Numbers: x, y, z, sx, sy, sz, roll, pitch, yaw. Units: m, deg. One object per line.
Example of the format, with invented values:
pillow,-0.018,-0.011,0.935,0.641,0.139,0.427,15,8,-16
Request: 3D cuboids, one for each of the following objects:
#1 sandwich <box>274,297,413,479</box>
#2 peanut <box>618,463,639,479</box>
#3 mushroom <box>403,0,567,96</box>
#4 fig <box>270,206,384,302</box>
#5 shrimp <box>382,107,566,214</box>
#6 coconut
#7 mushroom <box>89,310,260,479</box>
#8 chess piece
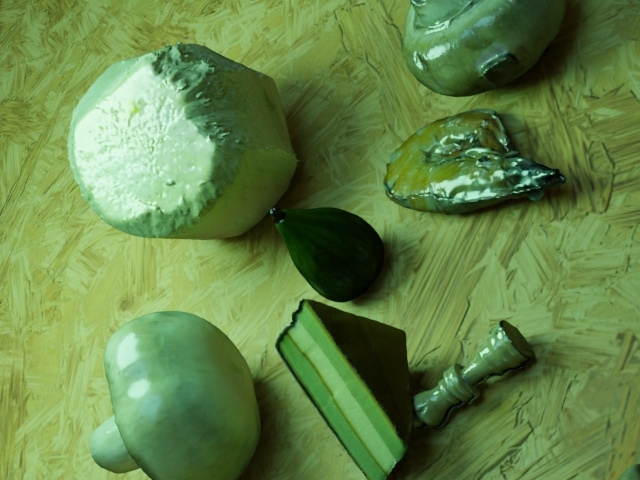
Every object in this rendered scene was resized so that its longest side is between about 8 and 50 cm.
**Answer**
sandwich,0.025,0.188,1.847,0.117,0.144,0.187,119,158,-45
peanut,0.330,0.296,1.539,0.076,0.076,0.152,-21,46,35
mushroom,0.212,-0.303,2.016,0.255,0.184,0.254,-24,36,19
fig,0.000,0.000,2.013,0.117,0.177,0.117,-45,22,24
shrimp,0.206,-0.106,1.971,0.317,0.062,0.164,5,63,50
coconut,-0.189,-0.145,2.218,0.298,0.309,0.297,2,95,21
mushroom,-0.208,0.227,2.012,0.234,0.254,0.260,-30,2,16
chess piece,0.172,0.169,1.810,0.172,0.060,0.060,-42,40,18
